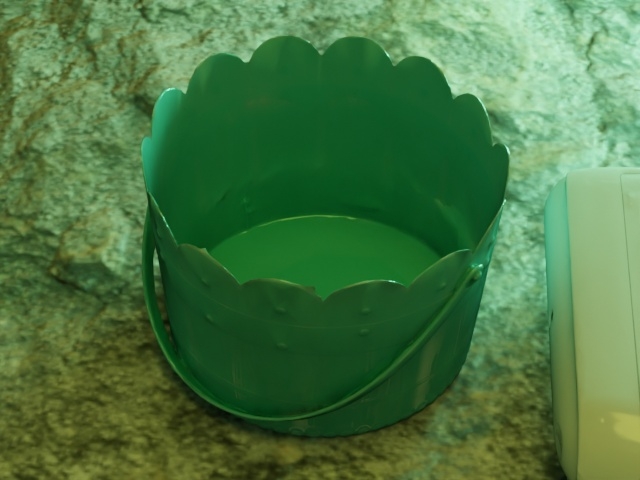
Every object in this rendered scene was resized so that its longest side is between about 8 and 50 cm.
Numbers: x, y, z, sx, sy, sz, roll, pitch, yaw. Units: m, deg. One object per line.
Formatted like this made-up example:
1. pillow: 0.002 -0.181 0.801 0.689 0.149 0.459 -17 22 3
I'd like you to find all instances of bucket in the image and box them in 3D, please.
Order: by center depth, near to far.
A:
1. bucket: 0.000 0.000 1.409 0.281 0.183 0.281 0 44 0

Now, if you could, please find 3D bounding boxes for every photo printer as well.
1. photo printer: 0.295 0.084 1.381 0.256 0.107 0.307 2 45 1
